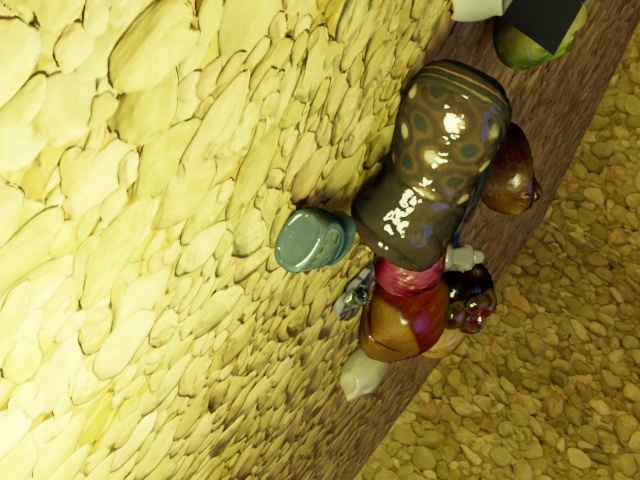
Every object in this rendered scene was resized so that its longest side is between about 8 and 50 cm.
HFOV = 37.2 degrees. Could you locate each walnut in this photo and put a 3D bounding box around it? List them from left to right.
[{"bbox_3d":[0.339,0.239,2.668,0.206,0.159,0.159,-49,162,-27],"label":"walnut"}]

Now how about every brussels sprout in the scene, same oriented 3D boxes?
[{"bbox_3d":[0.375,-0.380,1.646,0.161,0.144,0.181,-39,-169,-32],"label":"brussels sprout"}]

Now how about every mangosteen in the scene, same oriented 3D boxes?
[{"bbox_3d":[0.354,0.137,2.437,0.210,0.210,0.210,-52,163,-23],"label":"mangosteen"}]

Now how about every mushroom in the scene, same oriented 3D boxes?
[{"bbox_3d":[0.107,0.272,2.149,0.212,0.088,0.097,-57,133,-27],"label":"mushroom"},{"bbox_3d":[0.409,-0.160,2.145,0.138,0.194,0.231,-21,-164,6],"label":"mushroom"}]

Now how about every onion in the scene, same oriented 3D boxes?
[{"bbox_3d":[0.157,0.015,1.718,0.177,0.153,0.177,13,90,-72],"label":"onion"}]

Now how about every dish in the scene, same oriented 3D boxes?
[{"bbox_3d":[0.269,-0.417,1.379,0.212,0.077,0.151,-58,164,-3],"label":"dish"}]

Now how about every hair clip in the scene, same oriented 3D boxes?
[{"bbox_3d":[0.080,0.106,1.828,0.124,0.052,0.195,-54,170,4],"label":"hair clip"}]

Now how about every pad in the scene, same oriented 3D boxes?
[{"bbox_3d":[0.339,-0.397,1.516,0.127,0.190,0.004,-60,-152,6],"label":"pad"}]

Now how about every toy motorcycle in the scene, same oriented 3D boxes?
[{"bbox_3d":[0.274,0.035,2.054,0.225,0.152,0.073,4,85,-55],"label":"toy motorcycle"}]

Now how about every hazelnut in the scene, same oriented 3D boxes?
[{"bbox_3d":[0.170,0.149,1.963,0.212,0.181,0.181,-40,-141,50],"label":"hazelnut"}]

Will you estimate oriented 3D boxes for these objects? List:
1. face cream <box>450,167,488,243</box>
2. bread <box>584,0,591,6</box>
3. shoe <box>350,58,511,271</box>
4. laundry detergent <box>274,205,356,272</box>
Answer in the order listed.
[{"bbox_3d":[0.291,-0.081,2.058,0.163,0.080,0.336,-47,160,-26],"label":"face cream"},{"bbox_3d":[0.478,-0.449,1.887,0.267,0.040,0.267,-49,-177,4],"label":"bread"},{"bbox_3d":[0.156,-0.096,1.455,0.237,0.171,0.384,-57,172,-21],"label":"shoe"},{"bbox_3d":[0.001,0.001,1.367,0.096,0.061,0.206,-63,164,7],"label":"laundry detergent"}]
